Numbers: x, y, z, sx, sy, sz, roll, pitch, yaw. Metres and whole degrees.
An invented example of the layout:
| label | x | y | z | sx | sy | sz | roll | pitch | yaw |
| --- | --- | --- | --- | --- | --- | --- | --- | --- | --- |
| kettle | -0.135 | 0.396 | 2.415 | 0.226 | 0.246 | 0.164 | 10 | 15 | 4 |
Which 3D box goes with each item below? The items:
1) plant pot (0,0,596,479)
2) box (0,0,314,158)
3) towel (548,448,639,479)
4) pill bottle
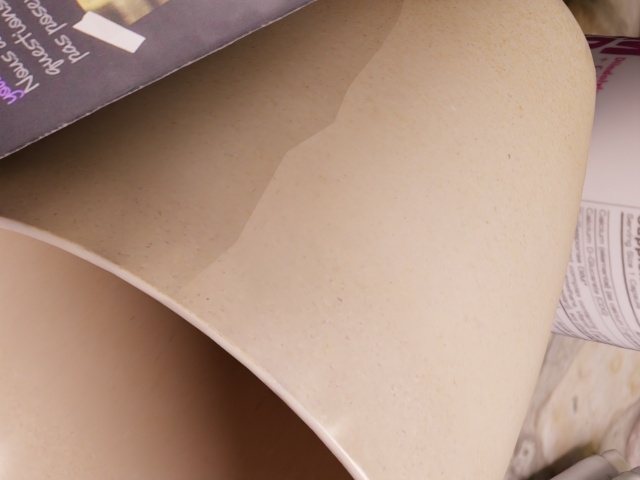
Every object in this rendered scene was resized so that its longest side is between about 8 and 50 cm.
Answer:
| label | x | y | z | sx | sy | sz | roll | pitch | yaw |
| --- | --- | --- | --- | --- | --- | --- | --- | --- | --- |
| plant pot | 0.000 | 0.000 | 0.653 | 0.274 | 0.256 | 0.256 | -51 | 130 | -34 |
| box | -0.044 | -0.167 | 0.533 | 0.270 | 0.165 | 0.143 | -25 | 124 | 3 |
| towel | 0.097 | 0.334 | 0.929 | 0.374 | 0.090 | 0.320 | -24 | 112 | -41 |
| pill bottle | 0.175 | -0.023 | 0.793 | 0.160 | 0.283 | 0.160 | -11 | 106 | -45 |
